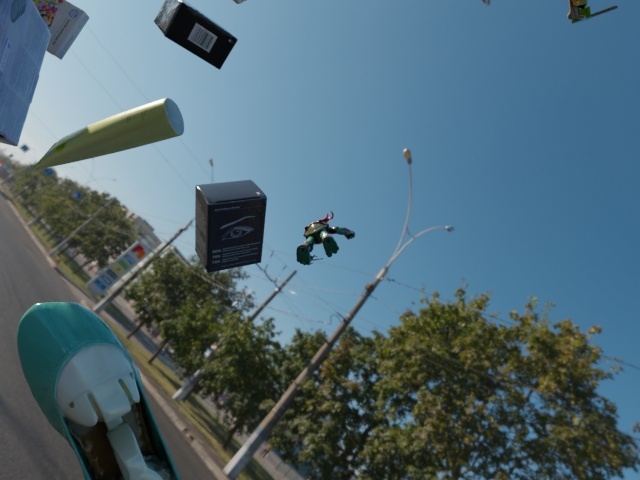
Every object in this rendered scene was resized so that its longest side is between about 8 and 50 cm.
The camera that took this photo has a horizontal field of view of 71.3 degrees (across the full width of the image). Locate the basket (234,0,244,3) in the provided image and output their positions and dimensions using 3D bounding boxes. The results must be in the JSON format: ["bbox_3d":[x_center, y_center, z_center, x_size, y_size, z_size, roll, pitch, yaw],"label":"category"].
[{"bbox_3d":[-0.201,-0.642,1.018,0.167,0.113,0.103,48,-14,19],"label":"basket"}]

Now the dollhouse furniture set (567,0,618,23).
[{"bbox_3d":[0.319,-0.300,0.518,0.059,0.152,0.076,-8,-73,34],"label":"dollhouse furniture set"}]

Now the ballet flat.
[{"bbox_3d":[-0.180,0.163,0.394,0.087,0.083,0.247,-8,-75,45],"label":"ballet flat"}]

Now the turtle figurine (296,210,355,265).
[{"bbox_3d":[0.000,0.000,1.281,0.118,0.175,0.234,53,13,-6],"label":"turtle figurine"}]

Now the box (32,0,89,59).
[{"bbox_3d":[-0.754,-0.603,1.212,0.186,0.145,0.038,31,-5,-3],"label":"box"}]

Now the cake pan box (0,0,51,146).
[{"bbox_3d":[-0.572,-0.313,0.786,0.070,0.266,0.246,14,-5,-15],"label":"cake pan box"}]

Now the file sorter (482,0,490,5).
[{"bbox_3d":[0.424,-0.680,0.939,0.173,0.278,0.192,32,33,-55],"label":"file sorter"}]

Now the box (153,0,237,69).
[{"bbox_3d":[-0.316,-0.529,1.124,0.156,0.093,0.158,21,22,-41],"label":"box"}]

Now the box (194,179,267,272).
[{"bbox_3d":[-0.232,-0.039,1.143,0.108,0.153,0.206,46,-45,45],"label":"box"}]

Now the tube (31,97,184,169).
[{"bbox_3d":[-0.343,-0.168,0.719,0.070,0.241,0.062,2,74,-81],"label":"tube"}]
